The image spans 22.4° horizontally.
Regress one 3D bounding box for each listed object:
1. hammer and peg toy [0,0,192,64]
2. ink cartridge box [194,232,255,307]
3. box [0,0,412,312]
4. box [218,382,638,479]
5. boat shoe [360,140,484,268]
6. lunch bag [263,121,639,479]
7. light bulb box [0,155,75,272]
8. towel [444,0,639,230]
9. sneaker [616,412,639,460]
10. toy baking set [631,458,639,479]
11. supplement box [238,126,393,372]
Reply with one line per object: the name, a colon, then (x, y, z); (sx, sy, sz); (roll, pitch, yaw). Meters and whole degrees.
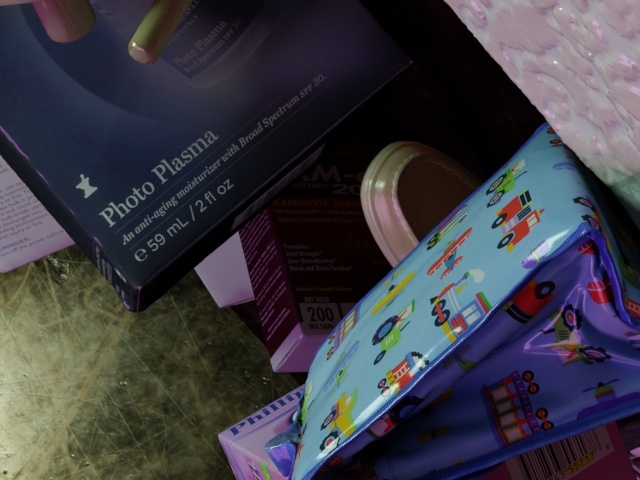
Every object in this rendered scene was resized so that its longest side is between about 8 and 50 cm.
hammer and peg toy: (-0.207, -0.248, 1.149); (0.361, 0.266, 0.127); (-2, 135, 20)
ink cartridge box: (-0.073, -0.043, 1.697); (0.176, 0.127, 0.128); (-92, -21, -47)
box: (-0.137, -0.148, 1.350); (0.294, 0.296, 0.183); (49, 169, 3)
box: (0.076, 0.168, 1.220); (0.243, 0.214, 0.117); (13, 129, 65)
boat shoe: (0.155, 0.030, 1.326); (0.302, 0.109, 0.098); (47, 161, -24)
lunch bag: (0.082, 0.076, 1.097); (0.138, 0.293, 0.221); (53, -166, -16)
light bulb box: (-0.373, -0.227, 1.882); (0.358, 0.225, 0.361); (-105, -11, -46)
towel: (0.188, -0.101, 0.899); (0.317, 0.053, 0.332); (50, 168, -4)
sneaker: (0.209, 0.152, 1.312); (0.106, 0.078, 0.234); (33, 137, -15)
toy baking set: (0.235, 0.161, 1.488); (0.197, 0.030, 0.256); (39, -169, -8)
supplement box: (0.000, 0.000, 1.479); (0.073, 0.130, 0.239); (-55, 43, 48)
